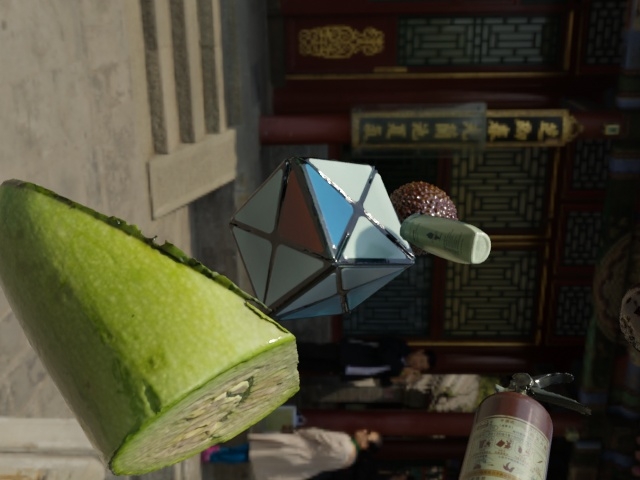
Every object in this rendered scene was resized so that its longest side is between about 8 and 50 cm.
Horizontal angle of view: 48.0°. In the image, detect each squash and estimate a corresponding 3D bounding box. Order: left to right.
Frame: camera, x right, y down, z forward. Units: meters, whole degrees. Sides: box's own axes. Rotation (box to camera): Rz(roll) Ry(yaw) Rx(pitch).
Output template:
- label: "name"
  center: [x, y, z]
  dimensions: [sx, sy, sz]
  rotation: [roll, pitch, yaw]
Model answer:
- label: "squash"
  center: [-0.187, 0.050, 0.710]
  dimensions: [0.309, 0.210, 0.234]
  rotation: [56, -13, 22]

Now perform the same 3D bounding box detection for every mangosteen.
- label: "mangosteen"
  center: [0.685, 0.148, 1.420]
  dimensions: [0.172, 0.184, 0.172]
  rotation: [55, -17, 26]

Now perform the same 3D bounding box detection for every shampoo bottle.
- label: "shampoo bottle"
  center: [0.221, -0.004, 1.296]
  dimensions: [0.212, 0.049, 0.072]
  rotation: [18, -74, 60]

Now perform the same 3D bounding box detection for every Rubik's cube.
- label: "Rubik's cube"
  center: [0.000, -0.001, 1.449]
  dimensions: [0.248, 0.246, 0.250]
  rotation: [-39, -117, 40]

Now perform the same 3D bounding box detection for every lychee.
- label: "lychee"
  center: [0.228, -0.049, 1.681]
  dimensions: [0.188, 0.187, 0.188]
  rotation: [0, 90, -88]

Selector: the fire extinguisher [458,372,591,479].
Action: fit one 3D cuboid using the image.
- label: "fire extinguisher"
  center: [0.172, 0.194, 0.614]
  dimensions: [0.231, 0.099, 0.071]
  rotation: [-56, 147, -48]
